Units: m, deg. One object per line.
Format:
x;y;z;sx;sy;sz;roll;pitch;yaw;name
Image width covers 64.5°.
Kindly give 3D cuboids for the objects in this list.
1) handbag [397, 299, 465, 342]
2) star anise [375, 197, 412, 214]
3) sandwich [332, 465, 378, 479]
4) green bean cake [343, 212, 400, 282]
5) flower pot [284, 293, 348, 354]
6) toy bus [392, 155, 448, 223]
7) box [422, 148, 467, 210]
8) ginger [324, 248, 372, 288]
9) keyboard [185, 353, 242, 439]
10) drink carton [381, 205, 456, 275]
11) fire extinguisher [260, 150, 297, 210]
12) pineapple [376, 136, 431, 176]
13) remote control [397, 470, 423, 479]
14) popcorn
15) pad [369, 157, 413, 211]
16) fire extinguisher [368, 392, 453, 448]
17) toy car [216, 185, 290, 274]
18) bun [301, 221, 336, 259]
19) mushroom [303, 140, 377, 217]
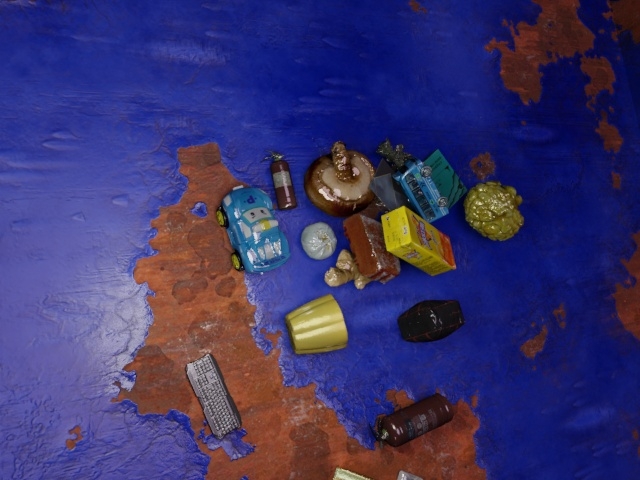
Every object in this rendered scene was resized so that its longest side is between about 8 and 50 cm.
0.422;0.303;1.924;0.169;0.215;0.155;-4;73;-30;handbag
0.313;-0.118;2.030;0.196;0.073;0.212;-21;85;-35;star anise
0.146;0.860;1.719;0.187;0.144;0.117;29;67;-18;sandwich
0.190;0.033;1.862;0.198;0.097;0.233;16;52;-35;green bean cake
-0.021;0.297;1.738;0.179;0.195;0.195;-13;86;-15;flower pot
0.390;-0.193;1.957;0.134;0.113;0.246;-31;109;7;toy bus
0.514;-0.256;2.172;0.161;0.042;0.226;-42;98;-25;box
0.144;0.113;1.901;0.333;0.081;0.148;9;55;-35;ginger
-0.343;0.500;1.629;0.106;0.016;0.262;-24;90;-27;keyboard
0.376;0.012;1.922;0.351;0.111;0.155;27;48;-46;drink carton
-0.153;-0.223;1.840;0.099;0.071;0.231;-14;85;1;fire extinguisher
0.333;-0.309;2.052;0.248;0.128;0.128;47;65;-9;pineapple
0.293;1.000;1.809;0.109;0.055;0.313;28;69;-18;remote control
0.739;-0.132;2.159;0.257;0.224;0.271;2;70;-42;popcorn
0.284;-0.182;1.957;0.243;0.004;0.164;44;55;-28;pad
0.324;0.660;1.856;0.337;0.114;0.136;-15;102;-27;fire extinguisher
-0.220;-0.043;1.718;0.198;0.166;0.314;-17;87;-31;toy car
0.000;0.000;1.855;0.140;0.083;0.141;6;76;-27;bun
0.074;-0.224;1.895;0.297;0.163;0.278;-18;97;-29;mushroom
